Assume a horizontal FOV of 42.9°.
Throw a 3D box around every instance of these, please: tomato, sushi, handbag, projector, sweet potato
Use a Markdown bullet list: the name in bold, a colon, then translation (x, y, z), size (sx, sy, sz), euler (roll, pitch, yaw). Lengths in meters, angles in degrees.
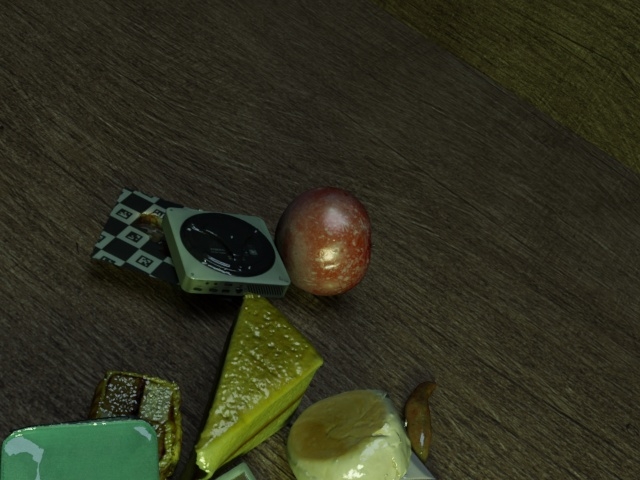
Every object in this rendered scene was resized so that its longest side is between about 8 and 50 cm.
- **tomato**: translation (0.000, 0.000, 2.003), size (0.227, 0.270, 0.270), euler (2, 46, -26)
- **sushi**: translation (-0.354, 0.029, 1.954), size (0.339, 0.069, 0.320), euler (18, 32, -9)
- **handbag**: translation (-0.407, 0.446, 1.381), size (0.268, 0.100, 0.274), euler (-4, 74, -18)
- **projector**: translation (-0.221, 0.021, 1.909), size (0.257, 0.079, 0.259), euler (5, 37, -29)
- **sweet potato**: translation (0.227, 0.400, 1.860), size (0.078, 0.058, 0.255), euler (36, 35, -14)

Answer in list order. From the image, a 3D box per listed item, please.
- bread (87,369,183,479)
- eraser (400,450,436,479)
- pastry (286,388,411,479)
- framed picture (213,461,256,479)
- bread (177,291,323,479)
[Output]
- **bread**: translation (-0.355, 0.360, 1.562), size (0.181, 0.096, 0.222), euler (12, 41, -13)
- **eraser**: translation (0.120, 0.500, 1.690), size (0.243, 0.059, 0.204), euler (-21, 58, -40)
- **pastry**: translation (0.059, 0.413, 1.627), size (0.265, 0.133, 0.265), euler (-20, 23, 9)
- **framed picture**: translation (-0.131, 0.562, 1.438), size (0.231, 0.018, 0.293), euler (-16, 69, -55)
- **bread**: translation (-0.200, 0.308, 1.595), size (0.245, 0.233, 0.361), euler (41, 43, 17)
